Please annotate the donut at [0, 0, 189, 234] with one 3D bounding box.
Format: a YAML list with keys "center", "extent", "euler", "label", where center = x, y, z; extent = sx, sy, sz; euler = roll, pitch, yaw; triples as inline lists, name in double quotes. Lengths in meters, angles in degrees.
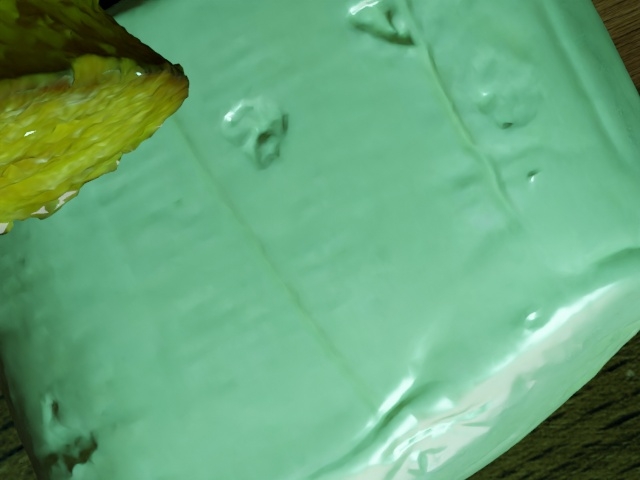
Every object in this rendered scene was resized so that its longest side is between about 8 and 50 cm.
- center: [-0.292, -0.014, 0.782]
  extent: [0.435, 0.163, 0.377]
  euler: [-34, 174, 17]
  label: "donut"

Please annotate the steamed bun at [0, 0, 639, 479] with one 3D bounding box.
- center: [0.000, 0.000, 1.253]
  extent: [0.456, 0.371, 0.290]
  euler: [-25, 174, 4]
  label: "steamed bun"
